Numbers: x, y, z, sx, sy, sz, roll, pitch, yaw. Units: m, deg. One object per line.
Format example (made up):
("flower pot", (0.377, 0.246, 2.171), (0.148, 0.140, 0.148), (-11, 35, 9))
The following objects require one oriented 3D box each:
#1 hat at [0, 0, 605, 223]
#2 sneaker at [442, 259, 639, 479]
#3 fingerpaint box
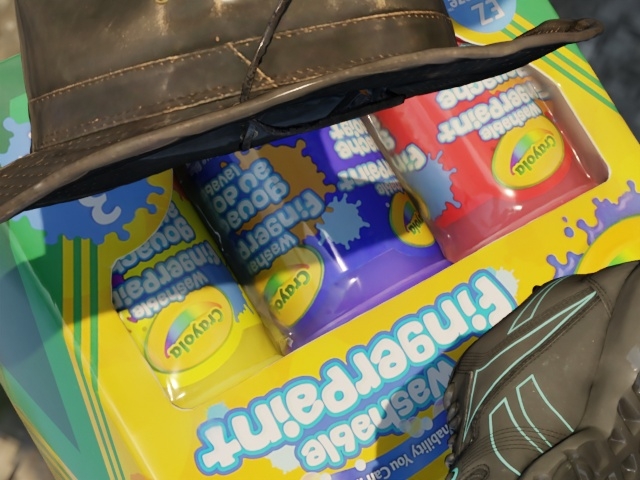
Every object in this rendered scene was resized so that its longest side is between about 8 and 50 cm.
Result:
("hat", (-0.048, -0.103, 0.874), (0.331, 0.331, 0.134), (-10, 98, 56))
("sneaker", (0.106, 0.108, 0.948), (0.106, 0.267, 0.101), (3, 129, 37))
("fingerpaint box", (0.000, 0.000, 1.315), (0.371, 0.445, 0.163), (60, 152, 7))
